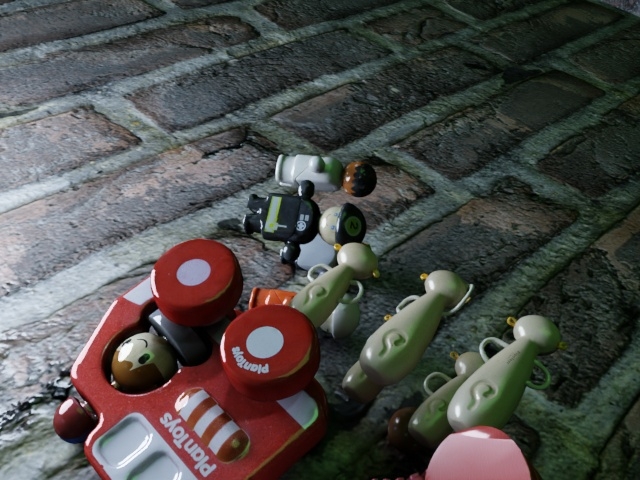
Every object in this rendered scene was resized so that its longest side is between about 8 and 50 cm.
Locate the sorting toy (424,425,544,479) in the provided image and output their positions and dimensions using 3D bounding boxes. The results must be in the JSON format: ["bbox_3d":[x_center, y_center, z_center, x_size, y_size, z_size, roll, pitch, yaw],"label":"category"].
[{"bbox_3d":[0.187,0.349,0.665,0.126,0.127,0.366,19,55,-39],"label":"sorting toy"}]

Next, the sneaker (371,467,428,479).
[{"bbox_3d":[0.062,0.291,0.753,0.299,0.121,0.112,-7,61,-16],"label":"sneaker"}]

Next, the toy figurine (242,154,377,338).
[{"bbox_3d":[0.000,0.000,1.026,0.148,0.213,0.209,8,31,13],"label":"toy figurine"}]

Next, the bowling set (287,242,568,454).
[{"bbox_3d":[0.112,0.132,0.878,0.287,0.200,0.154,31,61,28],"label":"bowling set"}]

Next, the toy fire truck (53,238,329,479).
[{"bbox_3d":[-0.146,0.161,0.837,0.254,0.169,0.302,-37,56,-23],"label":"toy fire truck"}]
